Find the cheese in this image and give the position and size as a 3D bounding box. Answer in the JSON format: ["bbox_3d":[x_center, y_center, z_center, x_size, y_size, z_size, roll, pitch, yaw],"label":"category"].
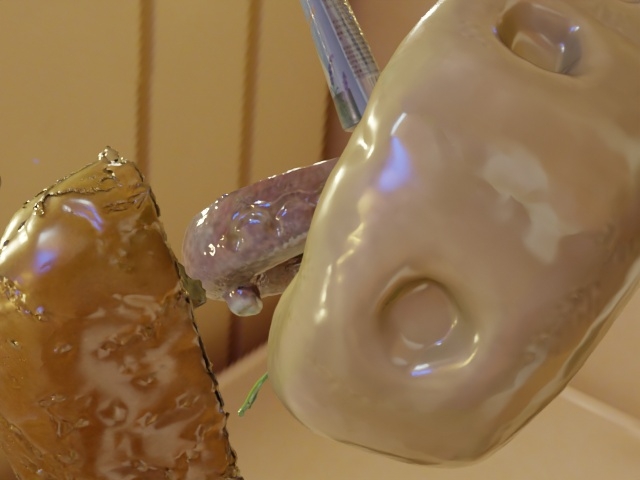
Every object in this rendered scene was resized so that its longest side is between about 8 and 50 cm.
[{"bbox_3d":[0.066,-0.011,0.536,0.235,0.117,0.218,-54,-5,-21],"label":"cheese"}]

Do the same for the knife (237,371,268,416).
[{"bbox_3d":[-0.050,0.166,1.743,0.166,0.022,0.078,-46,2,7],"label":"knife"}]

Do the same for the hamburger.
[{"bbox_3d":[-0.118,0.077,0.735,0.131,0.124,0.262,-23,-59,-23],"label":"hamburger"}]

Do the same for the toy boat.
[{"bbox_3d":[0.000,0.000,1.071,0.227,0.085,0.155,-16,-16,0],"label":"toy boat"}]

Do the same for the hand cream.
[{"bbox_3d":[0.013,-0.219,1.352,0.271,0.058,0.091,68,-159,0],"label":"hand cream"}]
